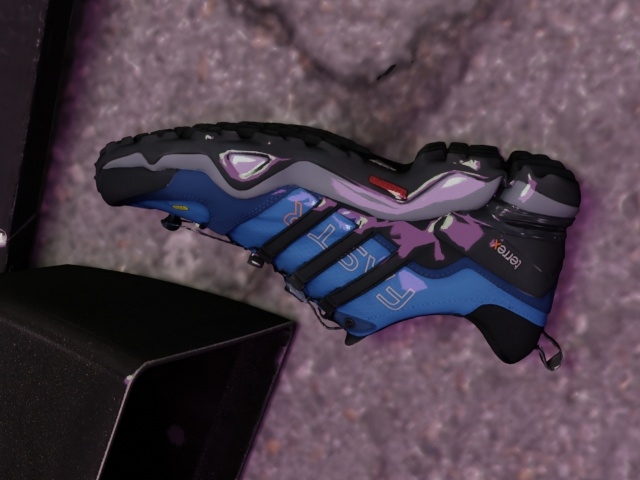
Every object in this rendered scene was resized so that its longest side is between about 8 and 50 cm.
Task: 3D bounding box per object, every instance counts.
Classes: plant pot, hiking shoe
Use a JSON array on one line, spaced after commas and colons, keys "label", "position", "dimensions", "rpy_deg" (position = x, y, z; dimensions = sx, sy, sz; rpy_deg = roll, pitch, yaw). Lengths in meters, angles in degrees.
[{"label": "plant pot", "position": [-0.153, 0.109, 0.758], "dimensions": [0.167, 0.188, 0.187], "rpy_deg": [28, 106, 23]}, {"label": "hiking shoe", "position": [0.000, 0.000, 0.723], "dimensions": [0.304, 0.113, 0.132], "rpy_deg": [8, 100, 14]}]

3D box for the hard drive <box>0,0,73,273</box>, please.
[{"label": "hard drive", "position": [-0.284, -0.134, 0.763], "dimensions": [0.236, 0.064, 0.339], "rpy_deg": [16, 114, 2]}]
